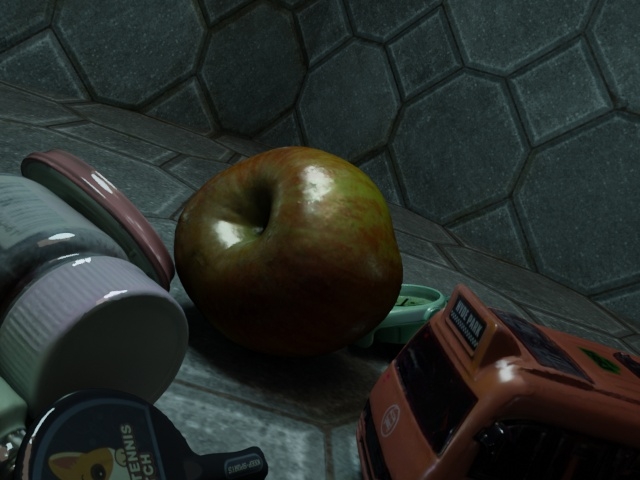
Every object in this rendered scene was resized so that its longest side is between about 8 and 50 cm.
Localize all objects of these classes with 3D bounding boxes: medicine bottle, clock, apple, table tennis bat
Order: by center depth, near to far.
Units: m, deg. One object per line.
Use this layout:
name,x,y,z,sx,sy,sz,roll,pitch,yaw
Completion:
table tennis bat,-0.124,0.186,0.457,0.236,0.027,0.150,21,39,-54
medicine bottle,-0.269,0.053,0.573,0.273,0.165,0.165,31,17,33
clock,-0.285,-0.011,0.750,0.244,0.056,0.244,32,-28,20
apple,-0.030,0.025,0.810,0.301,0.302,0.301,19,13,-5
clock,0.140,0.120,0.977,0.210,0.066,0.159,-3,12,-5

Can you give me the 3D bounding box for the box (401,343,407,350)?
box,0.207,0.205,0.936,0.160,0.042,0.226,21,13,4

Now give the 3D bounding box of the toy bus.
toy bus,0.264,0.217,0.570,0.426,0.233,0.203,19,14,-11

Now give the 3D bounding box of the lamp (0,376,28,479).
lamp,-0.308,0.071,0.423,0.313,0.182,0.182,24,13,-3
